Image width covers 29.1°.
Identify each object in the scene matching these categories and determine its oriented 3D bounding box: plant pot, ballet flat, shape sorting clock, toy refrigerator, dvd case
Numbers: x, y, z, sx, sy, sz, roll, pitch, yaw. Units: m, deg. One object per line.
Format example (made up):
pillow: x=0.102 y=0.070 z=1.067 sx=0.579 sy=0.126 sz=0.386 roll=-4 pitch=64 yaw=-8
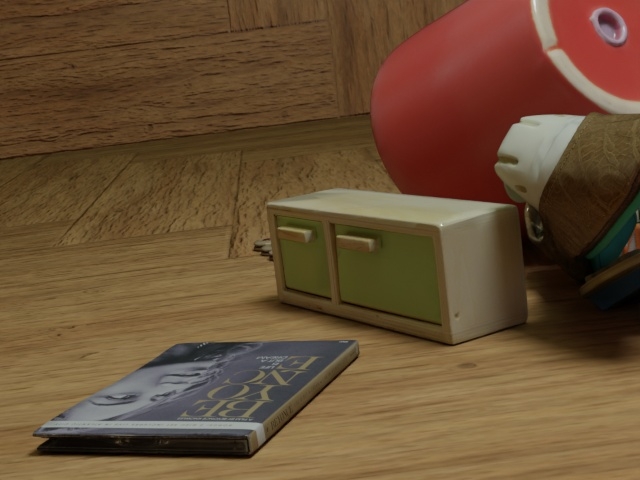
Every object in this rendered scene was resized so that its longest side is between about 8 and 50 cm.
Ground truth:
plant pot: x=0.226 y=-0.159 z=1.269 sx=0.275 sy=0.274 sz=0.243 roll=-14 pitch=-15 yaw=-33
ballet flat: x=0.207 y=-0.046 z=1.023 sx=0.124 sy=0.116 sz=0.342 roll=31 pitch=-2 yaw=13
shape sorting clock: x=0.309 y=0.000 z=1.019 sx=0.206 sy=0.040 sz=0.206 roll=-23 pitch=-15 yaw=-7
toy refrigerator: x=0.057 y=0.017 z=1.106 sx=0.094 sy=0.102 sz=0.270 roll=-13 pitch=13 yaw=-31
dvd case: x=-0.083 y=0.111 z=0.916 sx=0.165 sy=0.018 sz=0.221 roll=-3 pitch=11 yaw=21

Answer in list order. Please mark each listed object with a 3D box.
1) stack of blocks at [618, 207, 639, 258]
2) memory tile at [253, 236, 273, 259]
stack of blocks: x=0.433 y=-0.033 z=1.162 sx=0.297 sy=0.087 sz=0.171 roll=1 pitch=13 yaw=37
memory tile: x=0.000 y=0.000 z=1.477 sx=0.148 sy=0.012 sz=0.113 roll=-9 pitch=11 yaw=-14
